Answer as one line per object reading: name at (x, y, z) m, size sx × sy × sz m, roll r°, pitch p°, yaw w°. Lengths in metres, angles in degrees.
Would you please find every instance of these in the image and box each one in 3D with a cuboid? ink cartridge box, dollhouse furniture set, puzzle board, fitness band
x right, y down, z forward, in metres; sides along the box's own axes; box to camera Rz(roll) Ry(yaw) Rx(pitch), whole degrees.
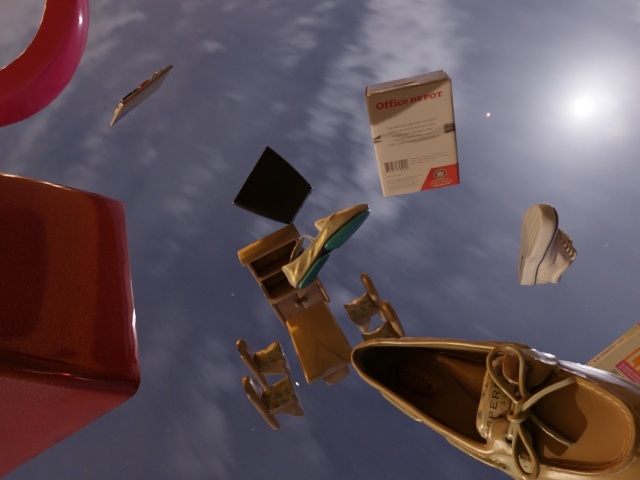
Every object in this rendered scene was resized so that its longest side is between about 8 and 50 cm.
ink cartridge box at (0.116, -0.133, 0.569) m, size 0.100 × 0.135 × 0.056 m, roll -9°, pitch -149°, yaw 11°
dollhouse furniture set at (-0.045, 0.168, 1.121) m, size 0.363 × 0.256 × 0.394 m, roll -28°, pitch -149°, yaw -3°
puzzle board at (-0.325, -0.263, 0.815) m, size 0.096 × 0.011 × 0.128 m, roll -17°, pitch -148°, yaw 53°
fitness band at (-0.330, -0.216, 0.363) m, size 0.291 × 0.054 × 0.208 m, roll 29°, pitch -97°, yaw -2°

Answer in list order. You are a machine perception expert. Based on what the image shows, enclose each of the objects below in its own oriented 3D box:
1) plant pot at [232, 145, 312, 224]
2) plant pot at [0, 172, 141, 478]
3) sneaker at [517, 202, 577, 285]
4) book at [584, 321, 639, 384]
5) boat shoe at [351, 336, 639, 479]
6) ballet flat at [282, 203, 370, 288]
plant pot at (-0.124, -0.142, 1.325) m, size 0.167 × 0.187 × 0.188 m, roll 33°, pitch -87°, yaw -2°
plant pot at (-0.384, 0.077, 0.470) m, size 0.267 × 0.236 × 0.267 m, roll -34°, pitch -125°, yaw 18°
sneaker at (0.437, 0.008, 0.867) m, size 0.092 × 0.258 × 0.094 m, roll -5°, pitch -118°, yaw 15°
book at (0.455, 0.173, 0.634) m, size 0.096 × 0.035 × 0.144 m, roll 41°, pitch -72°, yaw 2°
boat shoe at (0.135, 0.139, 0.393) m, size 0.285 × 0.089 × 0.104 m, roll -12°, pitch -125°, yaw 58°
ballet flat at (0.000, 0.000, 0.643) m, size 0.052 × 0.057 × 0.168 m, roll 48°, pitch -68°, yaw 19°
